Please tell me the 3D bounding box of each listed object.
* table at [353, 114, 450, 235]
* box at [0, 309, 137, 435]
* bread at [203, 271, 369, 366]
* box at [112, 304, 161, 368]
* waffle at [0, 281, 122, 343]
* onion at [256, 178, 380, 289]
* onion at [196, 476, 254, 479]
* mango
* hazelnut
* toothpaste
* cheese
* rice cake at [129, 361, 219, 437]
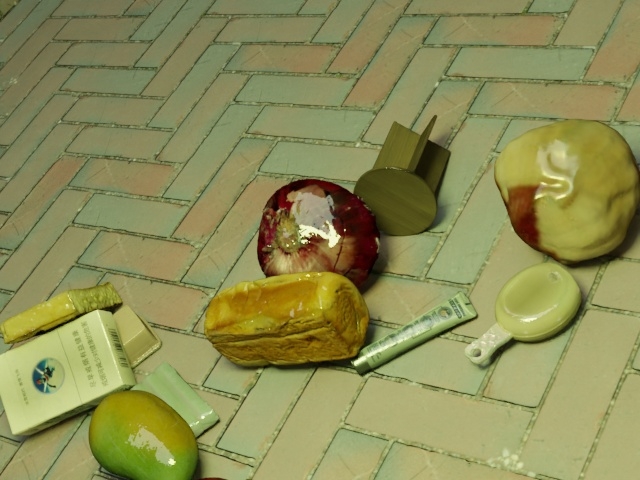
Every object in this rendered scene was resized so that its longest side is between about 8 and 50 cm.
[{"bbox_3d":[0.177,-0.144,2.234,0.167,0.167,0.227,-5,37,27],"label":"table"},{"bbox_3d":[-0.509,0.263,2.207,0.256,0.069,0.164,-25,75,11],"label":"box"},{"bbox_3d":[-0.062,0.148,2.040,0.294,0.167,0.132,-9,54,33],"label":"bread"},{"bbox_3d":[-0.390,0.193,2.280,0.089,0.062,0.122,-39,42,-9],"label":"box"},{"bbox_3d":[-0.528,0.147,2.288,0.168,0.057,0.274,-23,-2,10],"label":"waffle"},{"bbox_3d":[0.000,0.000,2.148,0.252,0.219,0.252,2,94,29],"label":"onion"},{"bbox_3d":[-0.157,0.448,1.852,0.205,0.098,0.151,12,57,39],"label":"onion"},{"bbox_3d":[-0.310,0.354,1.972,0.251,0.114,0.156,20,53,41],"label":"mango"},{"bbox_3d":[0.441,-0.092,1.978,0.261,0.241,0.261,-5,74,17],"label":"hazelnut"},{"bbox_3d":[0.164,0.167,1.994,0.239,0.039,0.062,-29,52,0],"label":"toothpaste"},{"bbox_3d":[0.340,0.132,1.908,0.227,0.064,0.137,-39,39,-9],"label":"cheese"},{"bbox_3d":[-0.306,0.330,2.108,0.189,0.037,0.198,-36,41,-6],"label":"rice cake"}]
